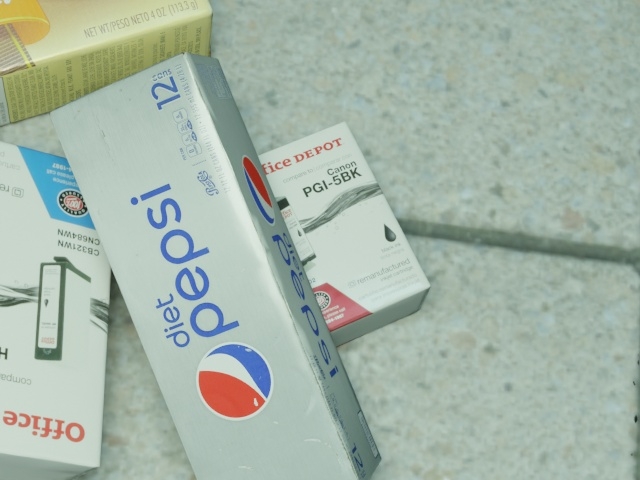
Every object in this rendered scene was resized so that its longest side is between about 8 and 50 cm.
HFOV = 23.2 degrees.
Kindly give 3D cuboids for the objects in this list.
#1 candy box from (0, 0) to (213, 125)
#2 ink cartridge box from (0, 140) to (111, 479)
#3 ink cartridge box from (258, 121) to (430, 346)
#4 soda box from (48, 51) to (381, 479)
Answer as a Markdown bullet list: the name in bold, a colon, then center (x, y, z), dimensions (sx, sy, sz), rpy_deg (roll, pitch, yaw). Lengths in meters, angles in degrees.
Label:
- **candy box**: center (-0.254, -0.173, 1.087), dimensions (0.317, 0.087, 0.182), rpy_deg (-19, 72, -12)
- **ink cartridge box**: center (-0.214, 0.045, 0.980), dimensions (0.148, 0.086, 0.203), rpy_deg (14, 64, -34)
- **ink cartridge box**: center (0.000, 0.000, 1.066), dimensions (0.099, 0.056, 0.135), rpy_deg (-23, 74, -13)
- **soda box**: center (-0.063, 0.032, 0.972), dimensions (0.098, 0.091, 0.286), rpy_deg (-23, 91, 11)
